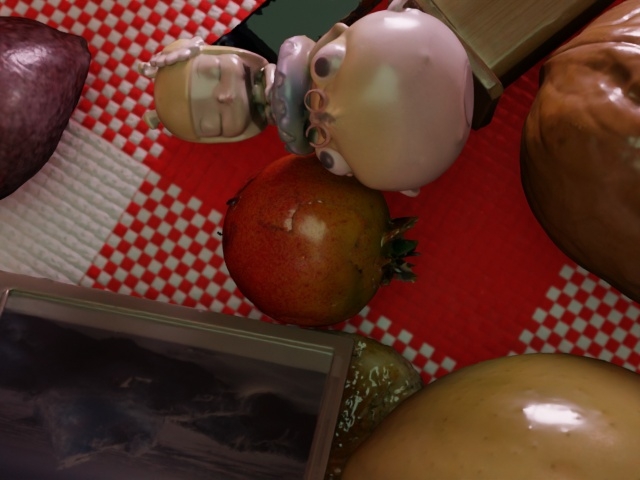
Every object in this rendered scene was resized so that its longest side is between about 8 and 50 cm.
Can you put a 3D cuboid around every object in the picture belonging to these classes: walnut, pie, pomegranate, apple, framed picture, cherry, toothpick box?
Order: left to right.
[{"bbox_3d":[-0.404,-0.158,1.843,0.300,0.230,0.203,-42,83,-16],"label":"cherry"},{"bbox_3d":[-0.207,0.205,1.710,0.446,0.028,0.326,10,56,4],"label":"framed picture"},{"bbox_3d":[0.000,0.000,1.799,0.235,0.210,0.210,4,85,9],"label":"pomegranate"},{"bbox_3d":[0.004,0.229,1.820,0.274,0.055,0.274,0,91,-15],"label":"pie"},{"bbox_3d":[0.254,-0.309,1.821,0.308,0.190,0.187,-38,82,-4],"label":"toothpick box"},{"bbox_3d":[0.235,0.339,1.638,0.473,0.473,0.474,0,85,5],"label":"apple"},{"bbox_3d":[0.416,-0.091,1.720,0.398,0.308,0.354,38,60,13],"label":"walnut"}]

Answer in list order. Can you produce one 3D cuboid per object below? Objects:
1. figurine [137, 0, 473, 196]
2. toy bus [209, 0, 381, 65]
[{"bbox_3d":[-0.016,-0.167,1.743,0.394,0.274,0.227,1,104,17],"label":"figurine"},{"bbox_3d":[-0.007,-0.283,1.881,0.409,0.092,0.093,-40,81,1],"label":"toy bus"}]
